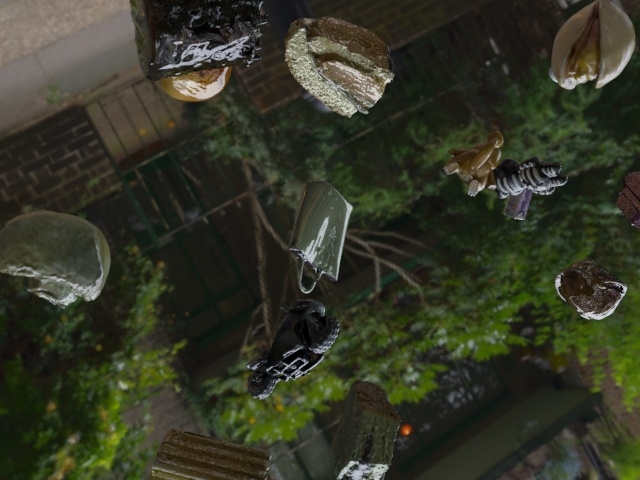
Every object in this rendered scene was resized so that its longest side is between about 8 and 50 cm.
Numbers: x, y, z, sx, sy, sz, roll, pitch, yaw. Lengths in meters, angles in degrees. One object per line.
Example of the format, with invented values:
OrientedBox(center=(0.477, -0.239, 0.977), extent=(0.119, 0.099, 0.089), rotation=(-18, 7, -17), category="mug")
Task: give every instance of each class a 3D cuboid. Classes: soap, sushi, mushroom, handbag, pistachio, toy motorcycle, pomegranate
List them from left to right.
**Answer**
OrientedBox(center=(-0.539, 0.031, 1.672), extent=(0.164, 0.267, 0.190), rotation=(-1, -120, 37), category="mushroom")
OrientedBox(center=(-0.369, -0.504, 2.229), extent=(0.248, 0.248, 0.248), rotation=(-28, -175, 3), category="pomegranate")
OrientedBox(center=(-0.293, -0.539, 1.828), extent=(0.294, 0.300, 0.281), rotation=(-11, -163, -15), category="sushi")
OrientedBox(center=(-0.267, 0.561, 1.919), extent=(0.274, 0.089, 0.173), rotation=(15, -160, -1), category="soap")
OrientedBox(center=(-0.067, 0.224, 1.696), extent=(0.270, 0.106, 0.159), rotation=(-39, -142, 25), category="toy motorcycle")
OrientedBox(center=(0.000, 0.000, 2.279), extent=(0.109, 0.241, 0.316), rotation=(-7, -119, 32), category="handbag")
OrientedBox(center=(0.644, 0.126, 1.866), extent=(0.165, 0.210, 0.131), rotation=(1, -117, 39), category="pistachio")
OrientedBox(center=(0.663, -0.477, 1.905), extent=(0.187, 0.188, 0.299), rotation=(-24, -159, 40), category="pistachio")
OrientedBox(center=(0.988, -0.131, 2.357), extent=(0.182, 0.112, 0.289), rotation=(-45, -168, 17), category="soap")

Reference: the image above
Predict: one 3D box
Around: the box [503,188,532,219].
OrientedBox(center=(0.498, -0.113, 1.958), extent=(0.036, 0.117, 0.050), rotation=(8, -167, -26), category="box")

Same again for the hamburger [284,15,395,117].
OrientedBox(center=(0.014, -0.330, 1.416), extent=(0.207, 0.155, 0.135), rotation=(16, 131, -29), category="hamburger")

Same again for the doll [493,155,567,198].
OrientedBox(center=(0.444, -0.139, 1.709), extent=(0.067, 0.091, 0.219), rotation=(-44, -160, -24), category="doll")

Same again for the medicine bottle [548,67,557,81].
OrientedBox(center=(0.710, -0.508, 2.241), extent=(0.118, 0.074, 0.055), rotation=(-43, -163, 53), category="medicine bottle")

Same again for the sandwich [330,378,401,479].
OrientedBox(center=(0.129, 0.596, 2.357), extent=(0.325, 0.131, 0.262), rotation=(-120, -131, -79), category="sandwich")

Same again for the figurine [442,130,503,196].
OrientedBox(center=(0.336, -0.176, 1.614), extent=(0.122, 0.121, 0.176), rotation=(-55, 171, 30), category="figurine")
